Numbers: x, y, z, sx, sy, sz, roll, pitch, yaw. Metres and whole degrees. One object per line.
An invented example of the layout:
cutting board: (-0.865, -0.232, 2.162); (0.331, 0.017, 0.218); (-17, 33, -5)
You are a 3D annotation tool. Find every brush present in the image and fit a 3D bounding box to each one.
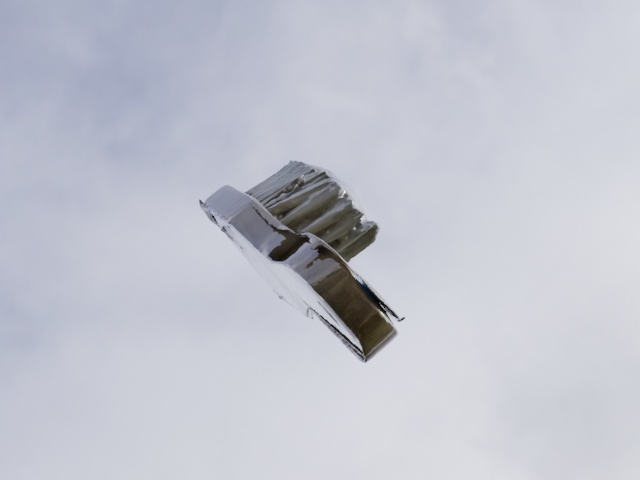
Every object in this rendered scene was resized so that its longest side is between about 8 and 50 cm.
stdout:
brush: (0.000, 0.000, 0.837); (0.065, 0.327, 0.070); (-38, -80, -3)
